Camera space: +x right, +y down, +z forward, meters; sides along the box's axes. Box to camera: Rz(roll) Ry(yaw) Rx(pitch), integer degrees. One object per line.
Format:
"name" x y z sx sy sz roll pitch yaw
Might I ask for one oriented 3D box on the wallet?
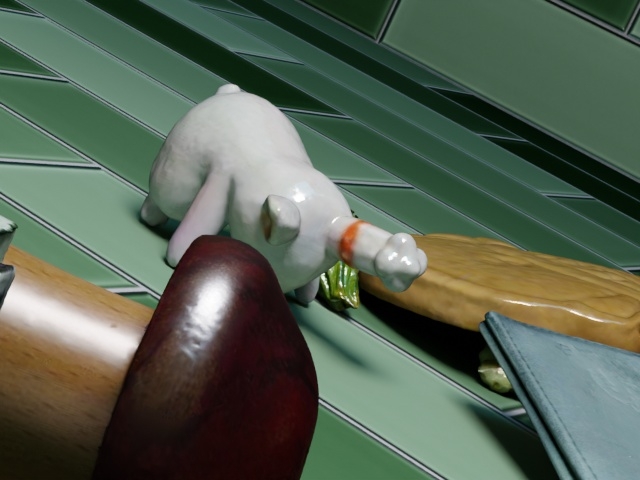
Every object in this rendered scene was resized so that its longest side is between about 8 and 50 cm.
"wallet" 0.273 0.163 1.368 0.290 0.054 0.251 15 26 -26

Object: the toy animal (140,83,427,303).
"toy animal" -0.040 -0.012 1.439 0.140 0.138 0.282 8 27 -32

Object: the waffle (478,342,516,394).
"waffle" 0.250 0.129 1.565 0.223 0.054 0.204 26 12 15

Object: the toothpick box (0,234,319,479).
"toothpick box" -0.148 0.060 0.812 0.294 0.192 0.192 20 12 3

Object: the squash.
"squash" 0.002 -0.002 1.582 0.090 0.075 0.200 58 -4 -30

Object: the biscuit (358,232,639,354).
"biscuit" 0.188 0.043 1.640 0.312 0.057 0.351 18 9 32

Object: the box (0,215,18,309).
"box" -0.202 0.086 0.493 0.117 0.225 0.225 27 13 7
